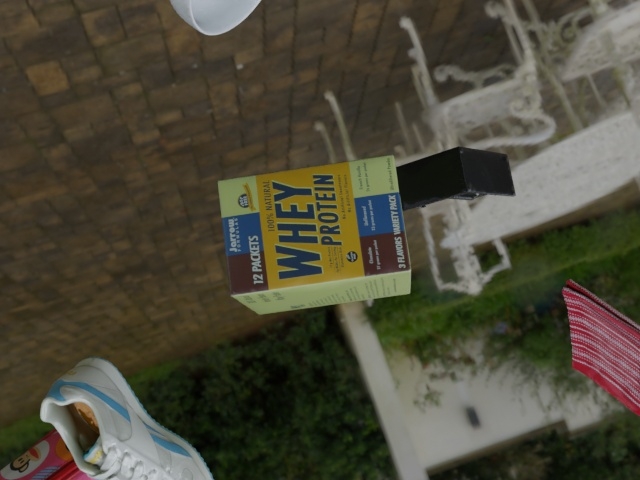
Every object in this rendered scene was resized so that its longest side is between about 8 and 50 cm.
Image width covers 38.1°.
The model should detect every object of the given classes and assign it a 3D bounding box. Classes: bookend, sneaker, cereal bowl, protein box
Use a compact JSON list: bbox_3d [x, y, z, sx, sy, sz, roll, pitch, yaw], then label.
[{"bbox_3d":[0.201,-0.089,1.481,0.157,0.072,0.156,-16,170,37],"label":"bookend"},{"bbox_3d":[-0.211,0.237,1.016,0.087,0.228,0.092,-45,180,27],"label":"sneaker"},{"bbox_3d":[-0.228,-0.634,2.045,0.339,0.141,0.339,-50,162,-23],"label":"cereal bowl"},{"bbox_3d":[0.000,0.000,1.115,0.201,0.136,0.200,-8,169,4],"label":"protein box"}]

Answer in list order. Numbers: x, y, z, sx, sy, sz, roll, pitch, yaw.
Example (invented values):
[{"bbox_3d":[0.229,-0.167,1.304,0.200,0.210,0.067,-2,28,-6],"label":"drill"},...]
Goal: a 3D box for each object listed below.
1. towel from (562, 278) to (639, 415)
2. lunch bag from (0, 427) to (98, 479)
[{"bbox_3d":[0.530,0.205,1.701,0.031,0.199,0.275,-39,139,-14],"label":"towel"},{"bbox_3d":[-0.277,0.363,1.212,0.258,0.293,0.120,-36,-142,-24],"label":"lunch bag"}]
